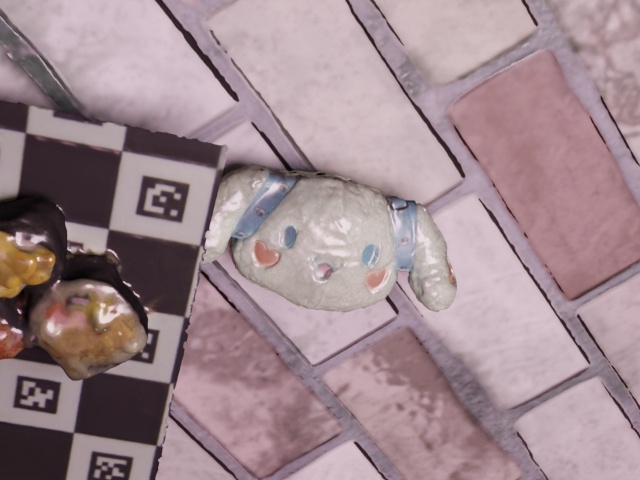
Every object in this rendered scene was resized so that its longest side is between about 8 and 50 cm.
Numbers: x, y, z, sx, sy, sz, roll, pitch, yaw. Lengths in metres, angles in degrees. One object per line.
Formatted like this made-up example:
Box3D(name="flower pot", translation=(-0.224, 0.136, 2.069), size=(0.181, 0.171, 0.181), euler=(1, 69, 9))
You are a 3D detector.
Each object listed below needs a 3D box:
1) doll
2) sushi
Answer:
Box3D(name="doll", translation=(0.000, 0.000, 0.912), size=(0.214, 0.071, 0.104), euler=(14, 110, -11))
Box3D(name="sushi", translation=(-0.263, 0.069, 0.874), size=(0.343, 0.064, 0.359), euler=(10, 123, -9))
